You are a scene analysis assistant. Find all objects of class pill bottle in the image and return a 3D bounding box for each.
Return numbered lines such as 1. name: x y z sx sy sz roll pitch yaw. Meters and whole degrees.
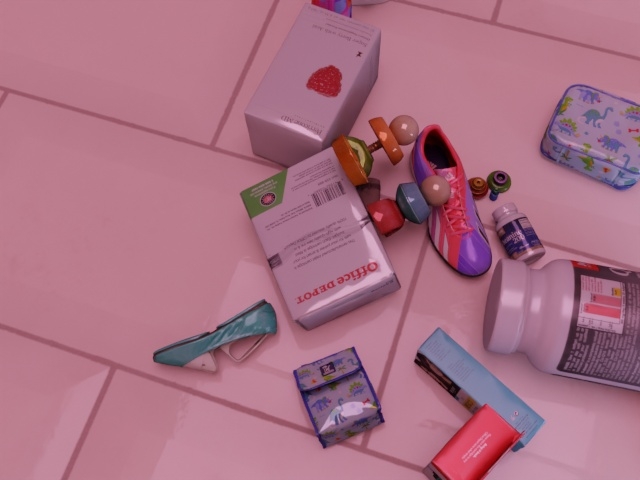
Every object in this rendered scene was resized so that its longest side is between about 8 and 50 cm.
1. pill bottle: 0.487 0.147 1.320 0.362 0.210 0.210 11 68 6
2. pill bottle: 0.388 -0.012 1.468 0.067 0.067 0.120 -21 68 -6

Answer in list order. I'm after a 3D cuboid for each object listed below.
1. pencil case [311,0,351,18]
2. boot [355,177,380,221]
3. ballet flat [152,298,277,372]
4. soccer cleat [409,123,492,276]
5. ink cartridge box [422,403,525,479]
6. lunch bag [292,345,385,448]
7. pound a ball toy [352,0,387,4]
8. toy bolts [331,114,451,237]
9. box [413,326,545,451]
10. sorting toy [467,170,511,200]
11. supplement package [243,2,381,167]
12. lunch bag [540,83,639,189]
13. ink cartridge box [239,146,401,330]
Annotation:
1. pencil case: 0.024 -0.519 1.609 0.104 0.236 0.105 -1 58 1
2. boot: 0.107 -0.086 1.524 0.118 0.042 0.087 16 67 8
3. ballet flat: -0.192 0.199 1.399 0.247 0.083 0.087 -25 83 -6
4. soccer cleat: 0.257 -0.080 1.474 0.108 0.116 0.318 -15 68 -4
5. ink cartridge box: 0.250 0.353 1.233 0.134 0.231 0.078 -43 72 -15
6. lunch bag: 0.031 0.278 1.353 0.128 0.096 0.151 -21 54 -4
7. pound a ball toy: 0.141 -0.657 1.609 0.208 0.319 0.136 -3 68 0
8. toy bolts: 0.141 -0.134 1.400 0.158 0.218 0.229 -28 87 9
9. box: 0.281 0.269 1.337 0.244 0.100 0.060 41 75 17
10. sorting toy: 0.349 -0.116 1.526 0.101 0.042 0.061 -20 68 -6
11. supplement package: -0.010 -0.307 1.547 0.177 0.175 0.293 22 70 10
12. lunch bag: 0.583 -0.219 1.534 0.218 0.090 0.176 24 71 11
13. ink cartridge box: 0.000 0.000 1.433 0.211 0.121 0.289 -25 69 4
